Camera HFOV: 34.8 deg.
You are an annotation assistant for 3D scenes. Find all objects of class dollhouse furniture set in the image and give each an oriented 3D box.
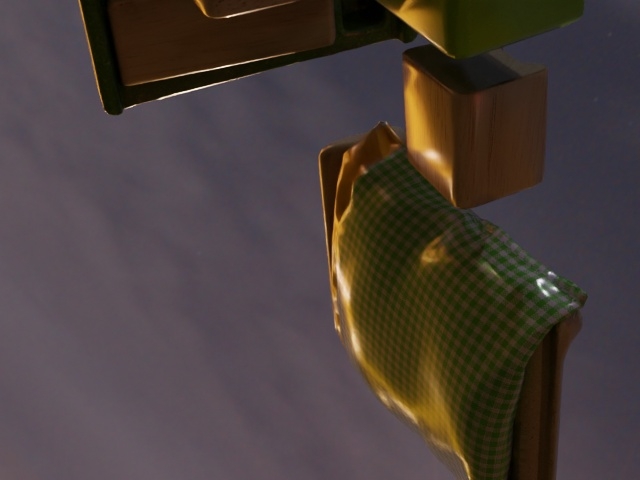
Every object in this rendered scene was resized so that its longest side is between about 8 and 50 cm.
[{"bbox_3d":[0.000,0.000,0.454,0.197,0.151,0.301,-125,-156,-54],"label":"dollhouse furniture set"}]
